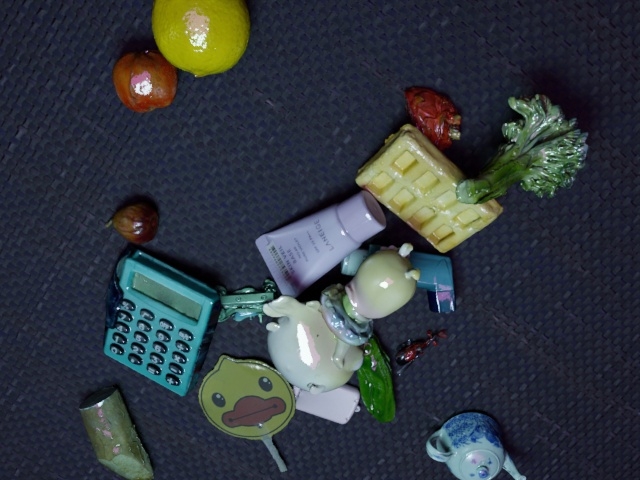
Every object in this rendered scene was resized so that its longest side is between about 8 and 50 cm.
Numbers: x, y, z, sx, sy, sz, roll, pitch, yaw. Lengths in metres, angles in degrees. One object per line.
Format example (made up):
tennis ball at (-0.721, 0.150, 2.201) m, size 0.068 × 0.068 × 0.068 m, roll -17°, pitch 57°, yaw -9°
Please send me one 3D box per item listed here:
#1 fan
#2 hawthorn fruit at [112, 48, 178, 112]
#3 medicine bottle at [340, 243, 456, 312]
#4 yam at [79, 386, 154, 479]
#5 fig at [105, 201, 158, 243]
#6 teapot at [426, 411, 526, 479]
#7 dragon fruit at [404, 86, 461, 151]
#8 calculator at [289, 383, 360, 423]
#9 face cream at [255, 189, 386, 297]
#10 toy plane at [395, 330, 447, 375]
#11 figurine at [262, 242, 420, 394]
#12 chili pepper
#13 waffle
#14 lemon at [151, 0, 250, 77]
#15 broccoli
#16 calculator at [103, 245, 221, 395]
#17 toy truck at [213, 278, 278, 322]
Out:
fan at (-0.153, 0.408, 1.469) m, size 0.230 × 0.011 × 0.334 m, roll -22°, pitch 105°, yaw 15°
hawthorn fruit at (-0.332, -0.306, 1.203) m, size 0.128 × 0.128 × 0.128 m, roll 0°, pitch 108°, yaw -1°
medicine bottle at (0.171, 0.076, 1.344) m, size 0.259 × 0.079 × 0.124 m, roll 11°, pitch 91°, yaw -3°
yam at (-0.472, 0.467, 1.456) m, size 0.106 × 0.106 × 0.259 m, roll -15°, pitch 106°, yaw 4°
fig at (-0.402, -0.041, 1.309) m, size 0.125 × 0.089 × 0.088 m, roll 7°, pitch 108°, yaw 16°
teapot at (0.353, 0.493, 1.450) m, size 0.232 × 0.159 × 0.158 m, roll 16°, pitch 107°, yaw -6°
dragon fruit at (0.231, -0.230, 1.253) m, size 0.107 × 0.083 × 0.162 m, roll -11°, pitch 105°, yaw 0°
calculator at (0.011, 0.366, 1.463) m, size 0.175 × 0.032 × 0.100 m, roll 21°, pitch 107°, yaw -7°
face cream at (0.000, 0.000, 1.300) m, size 0.274 × 0.096 × 0.154 m, roll -32°, pitch 85°, yaw 22°
toy plane at (0.221, 0.245, 1.415) m, size 0.145 × 0.060 × 0.037 m, roll -34°, pitch 105°, yaw -6°
figurine at (0.034, 0.140, 1.242) m, size 0.275 × 0.226 × 0.394 m, roll 24°, pitch 128°, yaw -37°
chili pepper at (0.119, 0.306, 1.423) m, size 0.074 × 0.100 × 0.256 m, roll -23°, pitch 108°, yaw -34°
waffle at (0.217, -0.096, 1.266) m, size 0.274 × 0.057 × 0.168 m, roll 39°, pitch 136°, yaw -12°
lemon at (-0.216, -0.400, 1.142) m, size 0.179 × 0.178 × 0.203 m, roll 5°, pitch 106°, yaw -2°
broccoli at (0.378, -0.169, 1.172) m, size 0.275 × 0.177 × 0.198 m, roll -12°, pitch 123°, yaw -34°
calculator at (-0.352, 0.180, 1.348) m, size 0.248 × 0.058 × 0.274 m, roll 25°, pitch 109°, yaw 14°
toy truck at (-0.166, 0.144, 1.375) m, size 0.154 × 0.080 × 0.078 m, roll -6°, pitch 135°, yaw 1°
